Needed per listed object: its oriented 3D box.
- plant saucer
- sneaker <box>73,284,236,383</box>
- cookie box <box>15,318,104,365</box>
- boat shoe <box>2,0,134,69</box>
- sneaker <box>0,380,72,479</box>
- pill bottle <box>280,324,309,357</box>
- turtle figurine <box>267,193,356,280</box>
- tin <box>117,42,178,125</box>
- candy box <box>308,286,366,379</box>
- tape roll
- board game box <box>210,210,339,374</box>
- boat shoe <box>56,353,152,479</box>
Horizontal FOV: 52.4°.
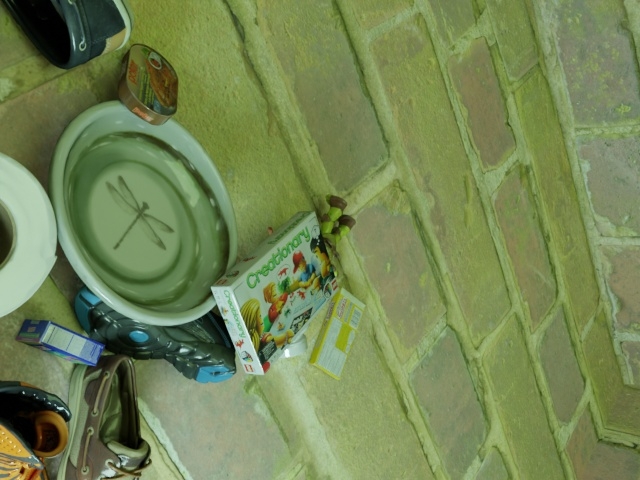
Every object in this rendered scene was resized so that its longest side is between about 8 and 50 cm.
[{"bbox_3d":[-0.314,-0.040,1.142,0.400,0.100,0.401,31,49,-45],"label":"plant saucer"},{"bbox_3d":[-0.300,0.151,1.214,0.340,0.125,0.140,36,37,-37],"label":"sneaker"},{"bbox_3d":[-0.429,0.168,1.073,0.107,0.091,0.040,37,61,-39],"label":"cookie box"},{"bbox_3d":[-0.476,-0.479,0.962,0.500,0.186,0.156,60,46,-34],"label":"boat shoe"},{"bbox_3d":[-0.440,0.320,0.951,0.125,0.180,0.321,-75,158,-45],"label":"sneaker"},{"bbox_3d":[-0.082,0.151,1.419,0.108,0.108,0.194,-19,104,-44],"label":"pill bottle"},{"bbox_3d":[0.000,0.000,1.517,0.269,0.087,0.217,49,57,-34],"label":"turtle figurine"},{"bbox_3d":[-0.310,-0.281,1.169,0.106,0.040,0.190,36,31,-37],"label":"tin"},{"bbox_3d":[0.044,0.229,1.606,0.105,0.027,0.206,38,63,-36],"label":"candy box"},{"bbox_3d":[-0.526,-0.008,0.917,0.246,0.169,0.246,0,90,-47],"label":"tape roll"},{"bbox_3d":[-0.077,0.094,1.284,0.305,0.053,0.193,-45,124,-47],"label":"board game box"},{"bbox_3d":[-0.350,0.360,1.087,0.123,0.123,0.342,19,64,-51],"label":"boat shoe"}]
